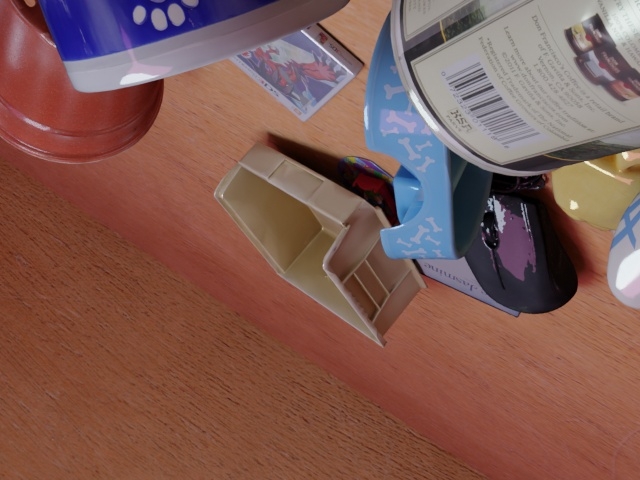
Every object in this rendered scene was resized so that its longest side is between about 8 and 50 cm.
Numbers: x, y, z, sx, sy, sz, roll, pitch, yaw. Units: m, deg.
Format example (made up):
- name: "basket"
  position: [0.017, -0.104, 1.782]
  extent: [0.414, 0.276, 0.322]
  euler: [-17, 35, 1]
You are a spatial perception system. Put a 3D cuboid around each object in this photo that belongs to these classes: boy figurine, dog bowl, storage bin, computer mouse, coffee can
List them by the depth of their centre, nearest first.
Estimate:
- name: "coffee can"
  position: [0.190, -0.155, 0.479]
  extent: [0.201, 0.201, 0.275]
  euler: [41, 162, -15]
- name: "dog bowl"
  position: [-0.113, -0.226, 0.739]
  extent: [0.265, 0.265, 0.104]
  euler: [12, 127, 52]
- name: "boy figurine"
  position: [0.277, -0.058, 0.749]
  extent: [0.285, 0.092, 0.177]
  euler: [31, 159, 18]
- name: "dog bowl"
  position: [0.116, -0.097, 0.812]
  extent: [0.074, 0.166, 0.297]
  euler: [14, 144, 22]
- name: "computer mouse"
  position: [0.214, 0.006, 0.998]
  extent: [0.188, 0.072, 0.272]
  euler: [1, 137, 45]
- name: "storage bin"
  position: [0.000, 0.000, 1.285]
  extent: [0.262, 0.123, 0.260]
  euler: [32, 166, 40]

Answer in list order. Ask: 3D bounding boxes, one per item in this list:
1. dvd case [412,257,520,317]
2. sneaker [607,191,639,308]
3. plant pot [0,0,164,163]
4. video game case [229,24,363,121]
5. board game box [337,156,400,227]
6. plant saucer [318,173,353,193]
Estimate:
- name: "dvd case"
  position: [0.209, 0.020, 1.166]
  extent: [0.180, 0.022, 0.253]
  euler: [24, 160, 17]
- name: "sneaker"
  position: [0.298, -0.027, 0.621]
  extent: [0.085, 0.086, 0.237]
  euler: [38, 127, 4]
- name: "plant pot"
  position: [-0.308, -0.272, 1.062]
  extent: [0.272, 0.272, 0.265]
  euler: [39, 154, -8]
- name: "video game case"
  position: [-0.056, -0.236, 1.027]
  extent: [0.183, 0.023, 0.201]
  euler: [39, 162, -9]
- name: "board game box"
  position: [0.087, -0.054, 1.212]
  extent: [0.168, 0.033, 0.133]
  euler: [37, 163, -3]
- name: "plant saucer"
  position: [0.022, -0.072, 1.316]
  extent: [0.083, 0.015, 0.083]
  euler: [32, 162, 12]
